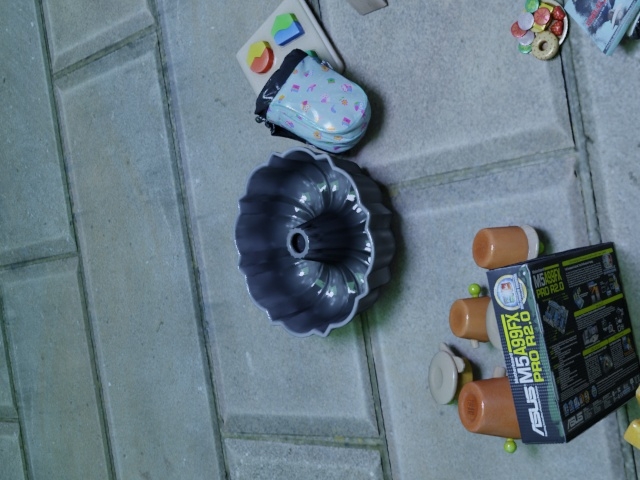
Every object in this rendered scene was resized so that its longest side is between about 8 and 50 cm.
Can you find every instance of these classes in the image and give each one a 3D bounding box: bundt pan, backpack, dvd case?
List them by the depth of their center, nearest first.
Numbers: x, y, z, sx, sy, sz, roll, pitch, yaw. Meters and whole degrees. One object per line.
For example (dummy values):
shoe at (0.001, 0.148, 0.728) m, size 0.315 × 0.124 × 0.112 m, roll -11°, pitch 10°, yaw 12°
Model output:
dvd case at (0.376, -0.316, 1.093) m, size 0.087 × 0.013 × 0.119 m, roll 112°, pitch 148°, yaw -41°
backpack at (-0.005, -0.225, 1.379) m, size 0.182 × 0.115 × 0.152 m, roll 33°, pitch 82°, yaw 6°
bundt pan at (0.000, 0.000, 1.437) m, size 0.330 × 0.124 × 0.331 m, roll 6°, pitch 99°, yaw 41°

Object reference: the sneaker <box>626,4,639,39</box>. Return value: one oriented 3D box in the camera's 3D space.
sneaker at (0.426, -0.346, 1.066) m, size 0.075 × 0.057 × 0.161 m, roll 46°, pitch 129°, yaw 51°

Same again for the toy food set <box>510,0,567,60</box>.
toy food set at (0.316, -0.306, 1.183) m, size 0.082 × 0.020 × 0.083 m, roll 36°, pitch 118°, yaw 33°

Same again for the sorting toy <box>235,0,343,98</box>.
sorting toy at (-0.067, -0.327, 1.509) m, size 0.208 × 0.038 × 0.193 m, roll -42°, pitch 69°, yaw 37°

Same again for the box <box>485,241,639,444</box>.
box at (0.326, 0.123, 1.066) m, size 0.060 × 0.270 × 0.216 m, roll -15°, pitch 87°, yaw 41°

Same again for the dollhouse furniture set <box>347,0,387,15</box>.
dollhouse furniture set at (0.101, -0.485, 1.346) m, size 0.144 × 0.123 × 0.151 m, roll -9°, pitch 55°, yaw 42°

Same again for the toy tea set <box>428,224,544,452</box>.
toy tea set at (0.282, 0.144, 1.239) m, size 0.200 × 0.124 × 0.336 m, roll -123°, pitch 42°, yaw -59°

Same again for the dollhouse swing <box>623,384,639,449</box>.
dollhouse swing at (0.582, 0.172, 0.848) m, size 0.305 × 0.315 × 0.347 m, roll 52°, pitch 128°, yaw 49°
